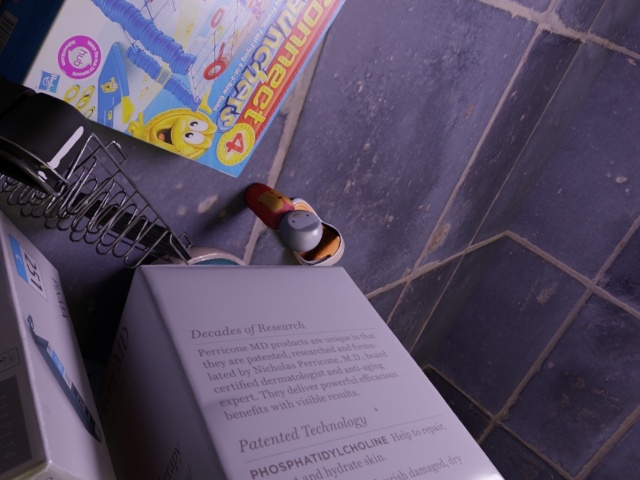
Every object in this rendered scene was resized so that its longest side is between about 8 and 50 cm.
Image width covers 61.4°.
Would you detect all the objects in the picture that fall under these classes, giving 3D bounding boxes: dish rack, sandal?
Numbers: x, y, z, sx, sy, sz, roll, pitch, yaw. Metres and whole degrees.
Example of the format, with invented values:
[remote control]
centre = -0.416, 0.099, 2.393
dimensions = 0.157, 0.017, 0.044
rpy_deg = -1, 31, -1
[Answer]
[dish rack]
centre = -0.246, -0.049, 0.511
dimensions = 0.074, 0.208, 0.271
rpy_deg = -59, 157, -21
[sandal]
centre = -0.007, 0.008, 1.060
dimensions = 0.102, 0.076, 0.265
rpy_deg = -50, 152, -3

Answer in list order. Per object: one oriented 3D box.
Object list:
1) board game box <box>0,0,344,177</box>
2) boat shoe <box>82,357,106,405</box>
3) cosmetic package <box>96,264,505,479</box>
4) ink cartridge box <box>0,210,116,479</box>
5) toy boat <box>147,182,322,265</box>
[board game box]
centre = -0.127, -0.248, 0.568
dimensions = 0.308, 0.086, 0.302
rpy_deg = -57, 152, 10
[boat shoe]
centre = -0.422, 0.273, 0.697
dimensions = 0.335, 0.121, 0.119
rpy_deg = -17, 132, -51
[cosmetic package]
centre = -0.064, 0.276, 0.689
dimensions = 0.327, 0.394, 0.329
rpy_deg = 2, 126, -37
[ink cartridge box]
centre = -0.283, 0.149, 0.573
dimensions = 0.066, 0.296, 0.261
rpy_deg = -25, 147, -12
[toy boat]
centre = -0.138, 0.060, 0.848
dimensions = 0.318, 0.148, 0.267
rpy_deg = -52, 152, 0
